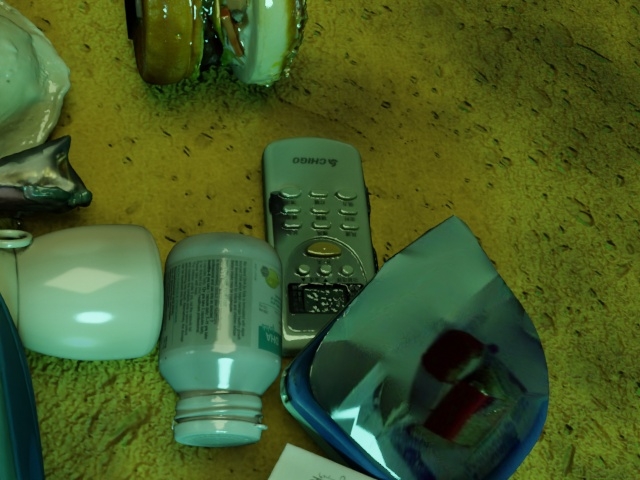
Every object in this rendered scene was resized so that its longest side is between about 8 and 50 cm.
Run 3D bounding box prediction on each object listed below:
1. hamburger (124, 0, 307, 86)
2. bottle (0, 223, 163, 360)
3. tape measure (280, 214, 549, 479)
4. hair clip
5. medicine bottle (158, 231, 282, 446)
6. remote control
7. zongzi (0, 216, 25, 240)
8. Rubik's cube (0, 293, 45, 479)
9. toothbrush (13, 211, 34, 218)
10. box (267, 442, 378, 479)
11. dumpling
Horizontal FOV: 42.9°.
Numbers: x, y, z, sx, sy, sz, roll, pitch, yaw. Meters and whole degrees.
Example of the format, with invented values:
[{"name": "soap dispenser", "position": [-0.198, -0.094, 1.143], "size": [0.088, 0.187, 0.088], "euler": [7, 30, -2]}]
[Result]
[{"name": "hamburger", "position": [-0.138, -0.334, 1.055], "size": [0.225, 0.291, 0.291], "euler": [-9, 65, -17]}, {"name": "bottle", "position": [-0.295, 0.058, 0.856], "size": [0.236, 0.147, 0.148], "euler": [-1, 63, -25]}, {"name": "tape measure", "position": [0.113, 0.150, 0.892], "size": [0.259, 0.138, 0.262], "euler": [-43, 94, -22]}, {"name": "hair clip", "position": [-0.444, -0.060, 0.917], "size": [0.358, 0.096, 0.110], "euler": [-7, 30, -14]}, {"name": "medicine bottle", "position": [-0.109, 0.112, 0.895], "size": [0.135, 0.135, 0.216], "euler": [3, 66, -11]}, {"name": "remote control", "position": [0.000, 0.000, 1.025], "size": [0.140, 0.056, 0.297], "euler": [2, 63, -13]}, {"name": "zongzi", "position": [-0.495, -0.004, 0.891], "size": [0.228, 0.115, 0.256], "euler": [33, 54, 9]}, {"name": "Rubik's cube", "position": [-0.403, 0.245, 0.640], "size": [0.347, 0.351, 0.352], "euler": [-6, 67, -15]}, {"name": "toothbrush", "position": [-0.381, 0.029, 0.950], "size": [0.019, 0.016, 0.220], "euler": [25, 59, -8]}, {"name": "box", "position": [0.042, 0.340, 0.775], "size": [0.260, 0.111, 0.194], "euler": [16, 56, 25]}, {"name": "dumpling", "position": [-0.411, -0.180, 0.997], "size": [0.179, 0.131, 0.252], "euler": [27, 67, -25]}]
